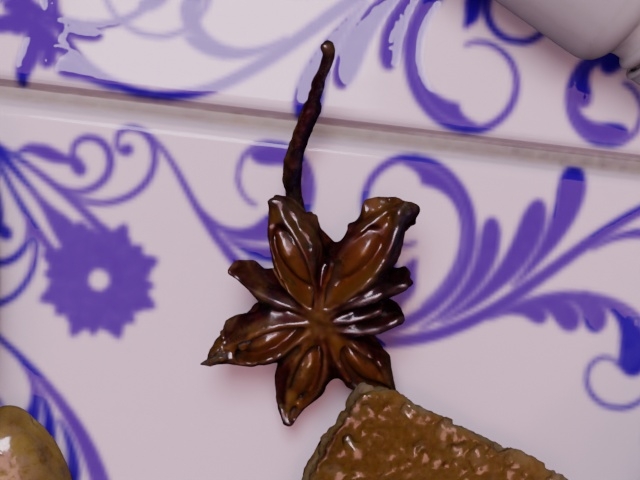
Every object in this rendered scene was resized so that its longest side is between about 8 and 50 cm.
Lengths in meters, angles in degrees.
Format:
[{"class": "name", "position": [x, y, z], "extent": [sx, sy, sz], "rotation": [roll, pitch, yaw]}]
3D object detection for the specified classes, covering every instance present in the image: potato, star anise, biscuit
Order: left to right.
[{"class": "potato", "position": [-0.151, 0.124, 0.719], "extent": [0.051, 0.040, 0.083], "rotation": [-19, 93, -13]}, {"class": "star anise", "position": [0.000, 0.000, 0.700], "extent": [0.097, 0.070, 0.191], "rotation": [8, 111, 1]}, {"class": "biscuit", "position": [0.022, 0.191, 0.720], "extent": [0.131, 0.025, 0.231], "rotation": [28, 95, -11]}]

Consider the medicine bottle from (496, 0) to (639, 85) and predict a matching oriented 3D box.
[{"class": "medicine bottle", "position": [0.118, -0.153, 0.685], "extent": [0.186, 0.103, 0.103], "rotation": [34, 91, -2]}]
